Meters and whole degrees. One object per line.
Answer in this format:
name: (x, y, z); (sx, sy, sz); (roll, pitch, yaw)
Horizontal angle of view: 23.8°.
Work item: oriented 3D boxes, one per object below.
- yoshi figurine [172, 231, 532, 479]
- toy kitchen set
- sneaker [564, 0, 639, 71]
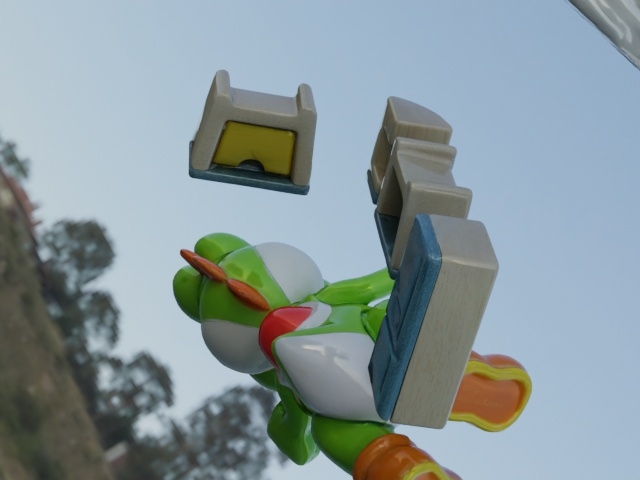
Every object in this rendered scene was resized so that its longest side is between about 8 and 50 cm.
yoshi figurine: (0.021, 0.102, 1.293); (0.362, 0.203, 0.203); (33, -41, 45)
toy kitchen set: (0.000, 0.000, 0.954); (0.207, 0.166, 0.122); (-100, -159, -58)
sneaker: (0.204, -0.110, 0.771); (0.212, 0.094, 0.080); (38, 13, -27)
